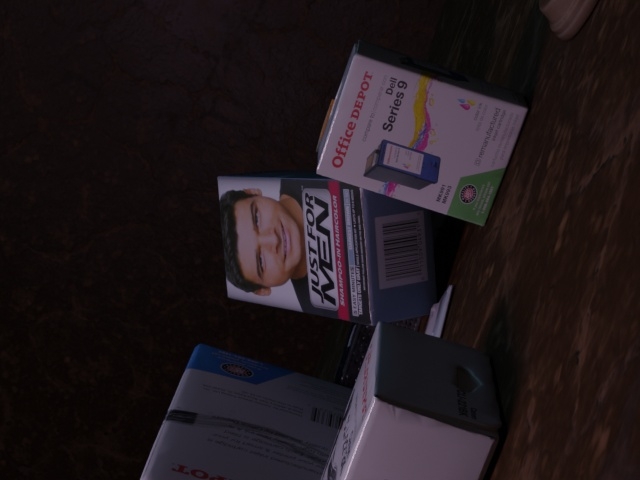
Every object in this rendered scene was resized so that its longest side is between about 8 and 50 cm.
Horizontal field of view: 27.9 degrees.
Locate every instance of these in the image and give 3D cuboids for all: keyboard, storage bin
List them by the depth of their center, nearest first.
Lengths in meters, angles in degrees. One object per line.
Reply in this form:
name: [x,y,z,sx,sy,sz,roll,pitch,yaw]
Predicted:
keyboard: [0.122,0.177,1.550,0.072,0.014,0.256,123,166,-63]
storage bin: [0.083,0.144,1.839,0.122,0.084,0.180,119,170,-79]

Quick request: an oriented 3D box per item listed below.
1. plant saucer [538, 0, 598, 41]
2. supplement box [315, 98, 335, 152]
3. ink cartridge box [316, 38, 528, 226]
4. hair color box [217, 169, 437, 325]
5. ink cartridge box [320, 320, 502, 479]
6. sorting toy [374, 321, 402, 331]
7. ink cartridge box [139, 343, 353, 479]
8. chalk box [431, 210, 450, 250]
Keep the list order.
plant saucer: [0.287,-0.345,1.338,0.278,0.041,0.277,-163,90,-88]
supplement box: [0.021,-0.165,1.906,0.098,0.036,0.062,114,174,-80]
ink cartridge box: [0.116,-0.126,1.508,0.093,0.212,0.154,-78,7,-71]
hair color box: [0.000,0.000,1.761,0.374,0.114,0.185,6,102,58]
ink cartridge box: [0.059,0.235,1.158,0.197,0.114,0.272,-76,6,-74]
sorting toy: [0.103,0.119,1.939,0.045,0.083,0.075,-4,70,42]
ink cartridge box: [-0.071,0.311,1.604,0.395,0.286,0.166,-76,3,-71]
chalk box: [0.110,-0.093,1.895,0.180,0.179,0.289,110,178,-45]
